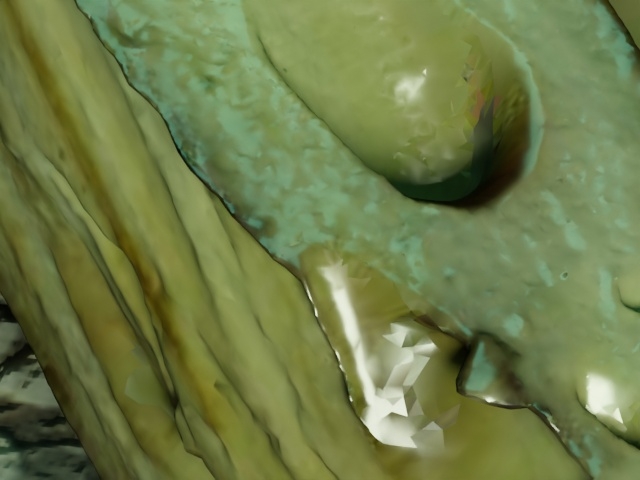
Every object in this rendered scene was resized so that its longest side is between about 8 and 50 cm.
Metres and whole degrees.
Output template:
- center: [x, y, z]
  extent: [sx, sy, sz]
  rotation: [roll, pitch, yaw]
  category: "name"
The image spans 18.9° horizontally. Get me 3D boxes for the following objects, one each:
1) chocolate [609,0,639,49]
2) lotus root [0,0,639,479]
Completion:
- center: [0.081, -0.116, 0.703]
  extent: [0.283, 0.283, 0.186]
  rotation: [7, 57, 13]
  category: "chocolate"
- center: [0.005, -0.003, 0.572]
  extent: [0.142, 0.210, 0.314]
  rotation: [-26, 82, -33]
  category: "lotus root"
